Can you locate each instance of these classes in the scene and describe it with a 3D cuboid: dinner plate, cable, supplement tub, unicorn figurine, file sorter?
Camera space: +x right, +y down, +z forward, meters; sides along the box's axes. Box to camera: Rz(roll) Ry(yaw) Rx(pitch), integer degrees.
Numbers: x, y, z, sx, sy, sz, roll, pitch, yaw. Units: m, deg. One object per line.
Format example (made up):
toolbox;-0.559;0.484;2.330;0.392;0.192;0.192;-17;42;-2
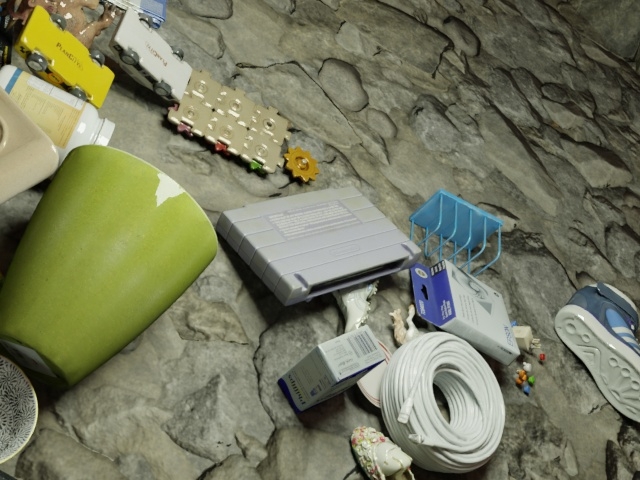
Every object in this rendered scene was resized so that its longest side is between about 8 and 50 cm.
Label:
dinner plate;0.099;0.242;1.616;0.141;0.017;0.141;30;45;-36
cable;0.225;0.297;1.613;0.257;0.089;0.257;34;48;-23
supplement tub;-0.457;-0.184;1.458;0.199;0.144;0.144;26;44;-19
unicorn figurine;0.208;0.184;1.741;0.161;0.060;0.111;-2;64;-21
file sorter;0.292;-0.009;1.911;0.170;0.118;0.105;26;48;-19

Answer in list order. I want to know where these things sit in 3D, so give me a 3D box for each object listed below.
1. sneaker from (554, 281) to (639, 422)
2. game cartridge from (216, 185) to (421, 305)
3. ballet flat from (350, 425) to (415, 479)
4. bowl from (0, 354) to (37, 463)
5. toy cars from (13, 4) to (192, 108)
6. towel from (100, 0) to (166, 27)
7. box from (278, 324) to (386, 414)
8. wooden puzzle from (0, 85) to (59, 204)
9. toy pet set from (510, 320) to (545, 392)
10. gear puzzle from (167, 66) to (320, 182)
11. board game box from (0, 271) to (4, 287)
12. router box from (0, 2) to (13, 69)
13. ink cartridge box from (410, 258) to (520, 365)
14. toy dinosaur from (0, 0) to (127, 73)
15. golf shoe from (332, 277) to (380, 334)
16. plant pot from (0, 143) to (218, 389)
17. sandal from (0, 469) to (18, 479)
sneaker;0.699;0.235;2.012;0.236;0.130;0.323;-26;69;-42
game cartridge;0.000;0.000;1.682;0.355;0.068;0.230;-14;45;-43
ballet flat;0.139;0.408;1.484;0.091;0.077;0.241;-16;67;-43
bowl;-0.467;0.233;1.160;0.170;0.080;0.170;21;47;-24
toy cars;-0.392;-0.324;1.590;0.393;0.087;0.177;-19;103;-54
towel;-0.455;-0.564;1.853;0.285;0.034;0.209;19;45;-28
box;0.020;0.219;1.500;0.126;0.137;0.072;-16;69;-44
wooden puzzle;-0.608;-0.142;1.284;0.322;0.080;0.348;-36;73;-26
toy pet set;0.414;0.239;1.863;0.122;0.065;0.114;-47;125;-45
gear puzzle;-0.148;-0.216;1.800;0.338;0.044;0.176;27;48;-18
board game box;-0.559;0.051;1.264;0.181;0.043;0.092;-17;67;-44
router box;-0.612;-0.356;1.552;0.133;0.046;0.179;12;51;-30
ink cartridge box;0.290;0.130;1.803;0.224;0.045;0.223;29;26;-16
toy dinosaur;-0.473;-0.389;1.608;0.296;0.127;0.200;67;34;-44
golf shoe;0.054;0.122;1.675;0.086;0.069;0.176;20;39;0
plant pot;-0.341;0.060;1.295;0.274;0.275;0.294;35;59;-9
sandal;-0.402;0.352;1.082;0.445;0.168;0.107;22;23;-32
